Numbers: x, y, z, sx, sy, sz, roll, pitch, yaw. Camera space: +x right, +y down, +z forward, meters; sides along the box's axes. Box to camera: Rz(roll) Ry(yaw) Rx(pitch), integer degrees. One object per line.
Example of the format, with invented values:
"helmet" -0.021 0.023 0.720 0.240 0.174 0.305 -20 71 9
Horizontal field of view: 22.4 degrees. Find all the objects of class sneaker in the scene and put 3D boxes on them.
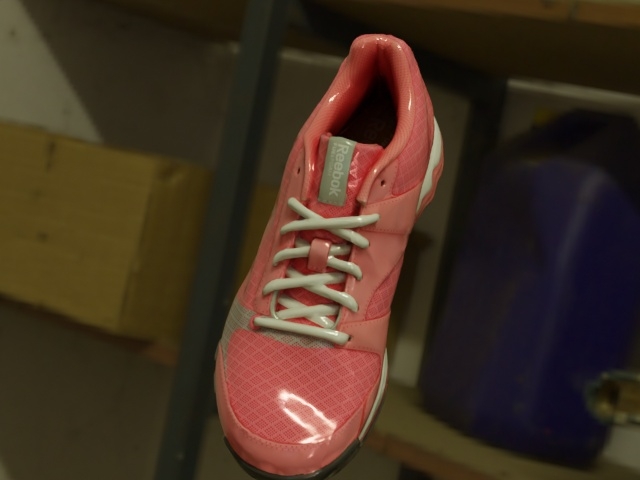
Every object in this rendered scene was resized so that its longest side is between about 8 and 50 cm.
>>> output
"sneaker" 0.000 0.000 1.023 0.116 0.313 0.136 11 -30 10
